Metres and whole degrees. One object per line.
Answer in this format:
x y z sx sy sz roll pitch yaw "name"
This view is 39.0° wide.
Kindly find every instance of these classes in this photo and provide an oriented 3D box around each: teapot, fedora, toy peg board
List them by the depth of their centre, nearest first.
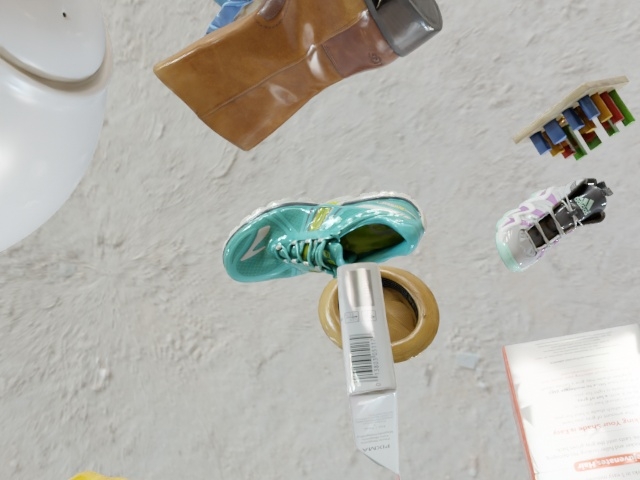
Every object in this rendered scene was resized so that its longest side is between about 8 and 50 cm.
-0.211 -0.117 0.515 0.187 0.253 0.256 -30 64 23 "teapot"
0.090 0.126 1.403 0.195 0.079 0.194 -1 48 1 "fedora"
0.438 -0.193 1.520 0.161 0.161 0.079 -17 73 -47 "toy peg board"

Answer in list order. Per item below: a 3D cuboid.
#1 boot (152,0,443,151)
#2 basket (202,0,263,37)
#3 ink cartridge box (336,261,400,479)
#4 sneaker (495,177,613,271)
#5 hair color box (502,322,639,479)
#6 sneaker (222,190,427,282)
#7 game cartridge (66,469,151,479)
-0.061 -0.241 0.911 0.264 0.281 0.096 40 39 -34 "boot"
-0.100 -0.342 1.241 0.289 0.255 0.201 37 85 -12 "basket"
0.055 0.171 1.037 0.066 0.189 0.232 -3 132 -2 "ink cartridge box"
0.159 -0.017 0.593 0.038 0.069 0.098 57 43 -10 "sneaker"
0.131 0.106 0.412 0.072 0.141 0.043 -10 128 8 "hair color box"
0.000 0.000 1.164 0.276 0.110 0.107 -13 113 11 "sneaker"
0.046 0.229 0.287 0.324 0.053 0.285 2 98 14 "game cartridge"
